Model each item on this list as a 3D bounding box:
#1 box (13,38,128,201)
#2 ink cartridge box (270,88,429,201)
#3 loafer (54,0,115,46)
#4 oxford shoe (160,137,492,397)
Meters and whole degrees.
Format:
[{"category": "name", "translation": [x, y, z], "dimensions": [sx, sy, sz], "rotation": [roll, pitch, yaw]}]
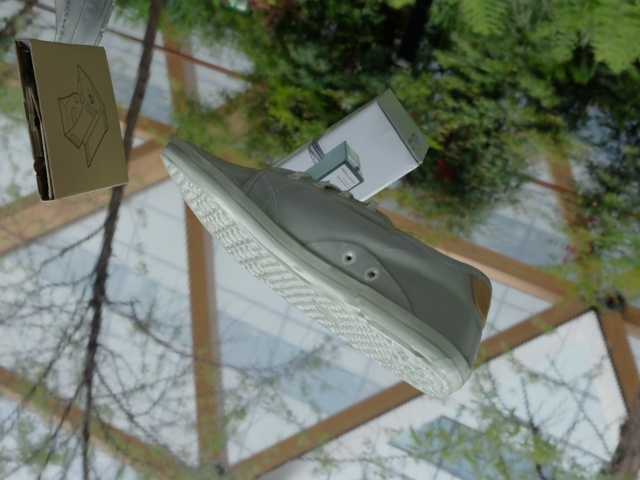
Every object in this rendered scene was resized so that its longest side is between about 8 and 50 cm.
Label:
[{"category": "box", "translation": [-0.268, -0.134, 0.995], "dimensions": [0.021, 0.165, 0.201], "rotation": [-6, -172, 10]}, {"category": "ink cartridge box", "translation": [0.020, -0.113, 1.470], "dimensions": [0.122, 0.289, 0.211], "rotation": [56, -164, -7]}, {"category": "loafer", "translation": [-0.298, -0.356, 1.122], "dimensions": [0.111, 0.320, 0.112], "rotation": [13, -170, -22]}, {"category": "oxford shoe", "translation": [0.000, 0.000, 0.980], "dimensions": [0.449, 0.130, 0.169], "rotation": [32, 163, 31]}]
